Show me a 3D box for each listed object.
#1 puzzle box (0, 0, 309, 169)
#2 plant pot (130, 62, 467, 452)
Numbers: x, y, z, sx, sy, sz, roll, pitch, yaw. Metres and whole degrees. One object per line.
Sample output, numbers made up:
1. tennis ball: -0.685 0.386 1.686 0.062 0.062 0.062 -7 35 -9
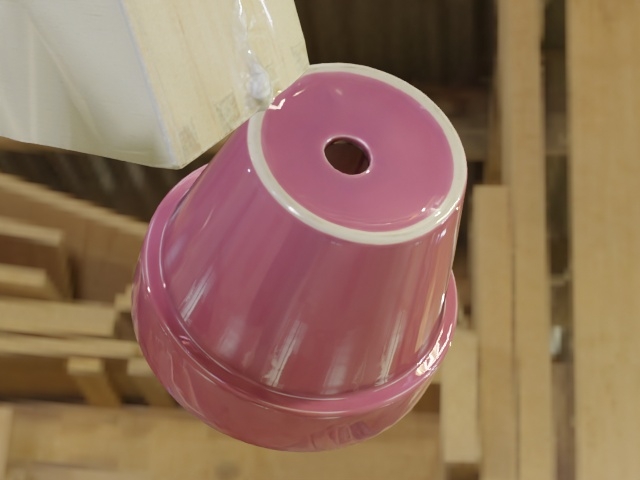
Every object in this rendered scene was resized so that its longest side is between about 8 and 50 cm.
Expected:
1. puzzle box: -0.195 -0.172 0.460 0.409 0.052 0.272 14 -49 41
2. plant pot: 0.000 0.000 1.005 0.201 0.201 0.180 9 -36 -12
